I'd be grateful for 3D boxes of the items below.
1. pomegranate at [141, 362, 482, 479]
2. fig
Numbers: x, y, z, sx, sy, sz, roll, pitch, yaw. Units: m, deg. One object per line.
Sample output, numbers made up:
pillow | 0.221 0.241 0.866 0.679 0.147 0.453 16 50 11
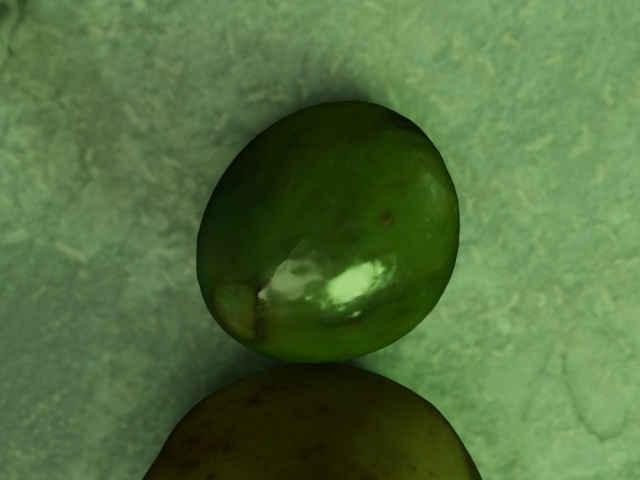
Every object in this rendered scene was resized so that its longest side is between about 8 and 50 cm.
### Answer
pomegranate | -0.007 0.231 0.806 0.307 0.307 0.307 0 112 1
fig | 0.000 0.000 0.777 0.181 0.191 0.181 22 134 25
